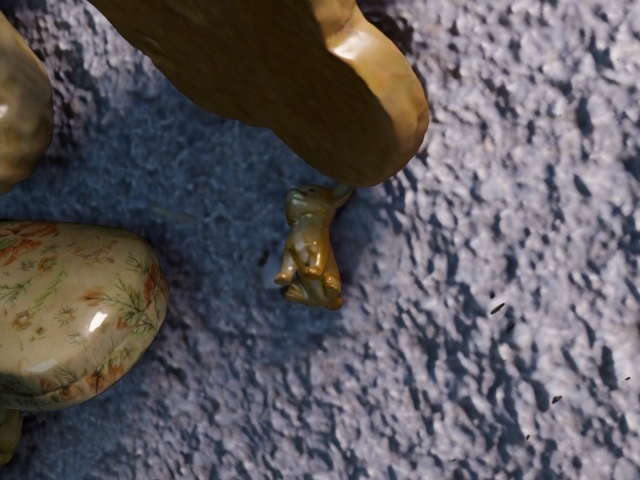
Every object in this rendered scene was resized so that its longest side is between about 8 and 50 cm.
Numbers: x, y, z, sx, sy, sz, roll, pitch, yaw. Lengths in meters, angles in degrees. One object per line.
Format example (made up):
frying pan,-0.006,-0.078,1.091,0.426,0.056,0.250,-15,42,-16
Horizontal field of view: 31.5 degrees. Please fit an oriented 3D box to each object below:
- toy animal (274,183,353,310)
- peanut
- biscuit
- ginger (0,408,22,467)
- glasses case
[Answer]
toy animal,0.000,0.000,0.801,0.060,0.081,0.083,-15,53,40
peanut,-0.330,-0.177,0.914,0.140,0.153,0.325,-35,85,25
biscuit,-0.083,-0.174,0.725,0.376,0.051,0.269,41,160,-5
ginger,-0.356,0.188,0.990,0.152,0.138,0.267,34,127,-19
glasses case,-0.312,0.051,0.932,0.425,0.156,0.098,2,133,31
